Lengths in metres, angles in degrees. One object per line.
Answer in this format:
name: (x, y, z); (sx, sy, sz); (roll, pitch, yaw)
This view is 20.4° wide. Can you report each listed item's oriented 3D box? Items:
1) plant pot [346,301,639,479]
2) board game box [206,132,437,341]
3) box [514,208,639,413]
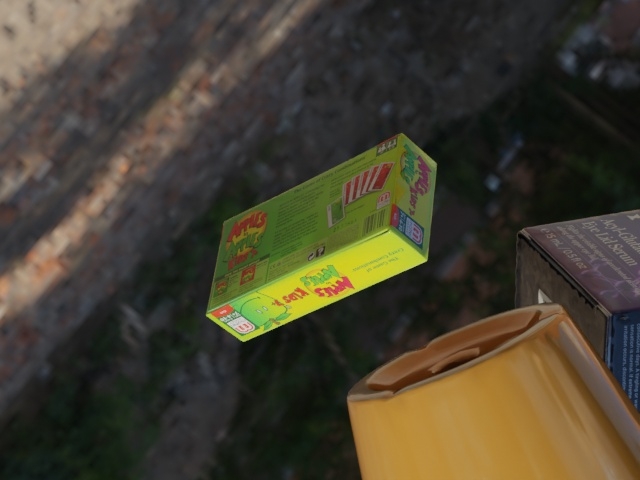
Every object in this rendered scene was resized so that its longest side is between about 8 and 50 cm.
plant pot: (0.109, 0.143, 0.963); (0.205, 0.188, 0.205); (-23, -176, 2)
board game box: (0.000, 0.000, 1.312); (0.181, 0.043, 0.092); (-25, -139, 35)
box: (0.258, 0.051, 1.225); (0.153, 0.207, 0.108); (-129, -147, -61)
